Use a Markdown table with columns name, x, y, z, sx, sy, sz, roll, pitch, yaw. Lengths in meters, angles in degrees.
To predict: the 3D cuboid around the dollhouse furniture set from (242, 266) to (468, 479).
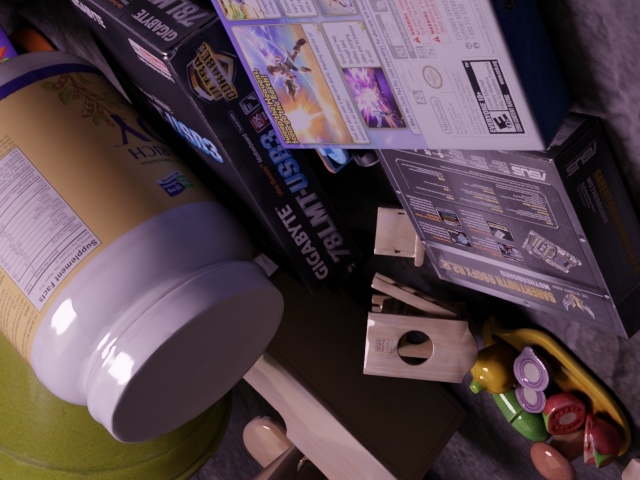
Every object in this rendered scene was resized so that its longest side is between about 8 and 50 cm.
| name | x | y | z | sx | sy | sz | roll | pitch | yaw |
| --- | --- | --- | --- | --- | --- | --- | --- | --- | --- |
| dollhouse furniture set | -0.073 | 0.236 | 1.796 | 0.256 | 0.362 | 0.394 | 45 | 130 | 0 |

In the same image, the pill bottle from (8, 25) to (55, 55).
| name | x | y | z | sx | sy | sz | roll | pitch | yaw |
| --- | --- | --- | --- | --- | --- | --- | --- | --- | --- |
| pill bottle | -0.413 | -0.148 | 1.895 | 0.130 | 0.246 | 0.130 | 41 | 158 | 21 |

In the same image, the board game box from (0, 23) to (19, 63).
| name | x | y | z | sx | sy | sz | roll | pitch | yaw |
| --- | --- | --- | --- | --- | --- | --- | --- | --- | --- |
| board game box | -0.444 | -0.304 | 1.786 | 0.347 | 0.078 | 0.233 | 47 | 166 | 53 |

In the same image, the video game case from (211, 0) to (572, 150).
| name | x | y | z | sx | sy | sz | roll | pitch | yaw |
| --- | --- | --- | --- | --- | --- | --- | --- | --- | --- |
| video game case | 0.031 | -0.187 | 1.192 | 0.244 | 0.061 | 0.269 | 2 | 133 | 36 |

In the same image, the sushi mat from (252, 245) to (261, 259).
| name | x | y | z | sx | sy | sz | roll | pitch | yaw |
| --- | --- | --- | --- | --- | --- | --- | --- | --- | --- |
| sushi mat | -0.195 | 0.024 | 1.707 | 0.151 | 0.316 | 0.019 | 42 | 143 | 18 |

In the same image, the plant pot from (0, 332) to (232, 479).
| name | x | y | z | sx | sy | sz | roll | pitch | yaw |
| --- | --- | --- | --- | --- | --- | --- | --- | --- | --- |
| plant pot | -0.278 | 0.079 | 1.957 | 0.366 | 0.366 | 0.353 | 37 | 144 | 24 |

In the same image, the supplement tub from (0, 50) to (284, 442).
| name | x | y | z | sx | sy | sz | roll | pitch | yaw |
| --- | --- | --- | --- | --- | --- | --- | --- | --- | --- |
| supplement tub | -0.216 | 0.005 | 1.547 | 0.331 | 0.241 | 0.241 | 46 | 159 | 21 |

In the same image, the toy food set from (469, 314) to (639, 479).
| name | x | y | z | sx | sy | sz | roll | pitch | yaw |
| --- | --- | --- | --- | --- | --- | --- | --- | --- | --- |
| toy food set | 0.215 | 0.167 | 1.511 | 0.218 | 0.071 | 0.128 | 44 | 157 | 9 |

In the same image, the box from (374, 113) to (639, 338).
| name | x | y | z | sx | sy | sz | roll | pitch | yaw |
| --- | --- | --- | --- | --- | --- | --- | --- | --- | --- |
| box | 0.155 | -0.028 | 1.318 | 0.231 | 0.056 | 0.183 | 17 | 144 | 51 |

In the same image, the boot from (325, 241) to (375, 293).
| name | x | y | z | sx | sy | sz | roll | pitch | yaw |
| --- | --- | --- | --- | --- | --- | --- | --- | --- | --- |
| boot | 0.000 | 0.000 | 1.662 | 0.099 | 0.045 | 0.121 | 48 | 160 | 3 |

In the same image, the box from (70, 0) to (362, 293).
| name | x | y | z | sx | sy | sz | roll | pitch | yaw |
| --- | --- | --- | --- | --- | --- | --- | --- | --- | --- |
| box | -0.112 | -0.122 | 1.542 | 0.295 | 0.073 | 0.293 | 38 | 163 | 53 |

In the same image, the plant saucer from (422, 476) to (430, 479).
| name | x | y | z | sx | sy | sz | roll | pitch | yaw |
| --- | --- | --- | --- | --- | --- | --- | --- | --- | --- |
| plant saucer | 0.150 | 0.379 | 2.021 | 0.278 | 0.041 | 0.278 | 38 | 156 | 20 |

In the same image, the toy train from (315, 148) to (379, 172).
| name | x | y | z | sx | sy | sz | roll | pitch | yaw |
| --- | --- | --- | --- | --- | --- | --- | --- | --- | --- |
| toy train | -0.008 | -0.143 | 1.402 | 0.184 | 0.080 | 0.105 | 57 | 165 | -25 |

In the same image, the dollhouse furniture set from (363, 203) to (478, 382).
| name | x | y | z | sx | sy | sz | roll | pitch | yaw |
| --- | --- | --- | --- | --- | --- | --- | --- | --- | --- |
| dollhouse furniture set | 0.101 | 0.035 | 1.542 | 0.101 | 0.160 | 0.182 | 5 | -172 | 3 |
